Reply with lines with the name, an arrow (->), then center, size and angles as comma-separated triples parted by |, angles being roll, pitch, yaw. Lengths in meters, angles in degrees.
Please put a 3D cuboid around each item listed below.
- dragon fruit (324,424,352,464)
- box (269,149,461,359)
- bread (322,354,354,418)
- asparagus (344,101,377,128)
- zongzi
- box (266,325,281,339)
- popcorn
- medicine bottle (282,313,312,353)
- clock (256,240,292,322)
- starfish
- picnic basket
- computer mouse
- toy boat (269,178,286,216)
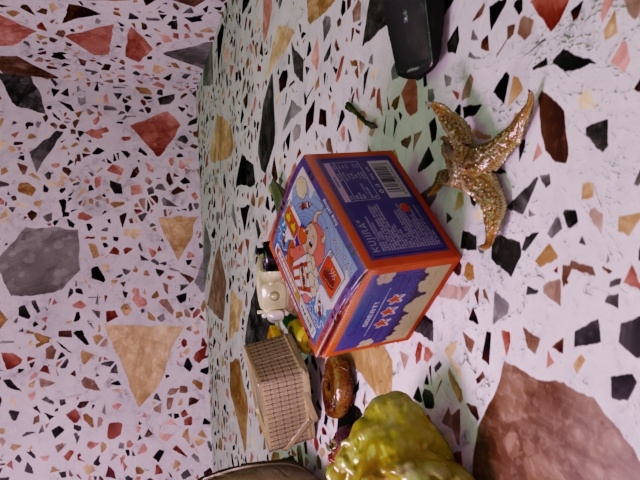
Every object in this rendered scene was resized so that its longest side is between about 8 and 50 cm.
dragon fruit -> 0.056, 0.580, 1.892 | 0.147, 0.096, 0.102 | -140, 51, -66
box -> 0.079, 0.025, 1.569 | 0.349, 0.256, 0.319 | 63, 145, 33
bread -> 0.049, 0.417, 1.973 | 0.193, 0.063, 0.193 | -177, 90, -75
asparagus -> 0.110, -0.346, 1.919 | 0.022, 0.023, 0.233 | 51, -178, -32
zongzi -> -0.209, 0.772, 2.006 | 0.467, 0.499, 0.218 | 144, 119, -65
box -> -0.152, 0.457, 2.518 | 0.269, 0.043, 0.152 | -113, 32, -47
popcorn -> 0.165, 0.511, 1.439 | 0.293, 0.292, 0.334 | -46, -19, -46
medicine bottle -> -0.078, 0.299, 2.308 | 0.260, 0.064, 0.095 | -147, 45, -71
clock -> -0.172, 0.143, 2.426 | 0.379, 0.120, 0.277 | 162, 103, -84
starfish -> 0.283, -0.175, 1.364 | 0.293, 0.084, 0.302 | -131, 43, -59
picnic basket -> -0.121, 0.484, 2.203 | 0.228, 0.175, 0.313 | -125, 26, -58
computer mouse -> 0.221, -0.512, 1.556 | 0.168, 0.087, 0.295 | 9, 109, 63
toy boat -> -0.135, -0.093, 2.496 | 0.093, 0.055, 0.293 | 122, 142, -53
